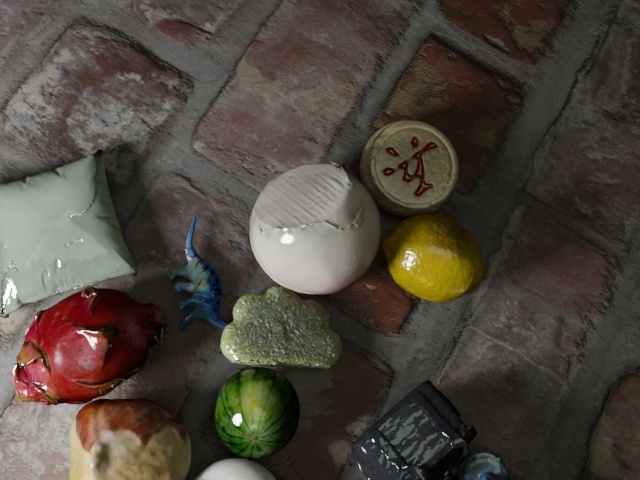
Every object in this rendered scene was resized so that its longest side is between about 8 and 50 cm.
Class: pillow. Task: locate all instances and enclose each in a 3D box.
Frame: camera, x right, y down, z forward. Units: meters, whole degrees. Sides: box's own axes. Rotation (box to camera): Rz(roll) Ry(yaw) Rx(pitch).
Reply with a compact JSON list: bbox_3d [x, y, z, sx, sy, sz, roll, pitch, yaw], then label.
[{"bbox_3d":[-0.591,-0.020,1.523,0.310,0.119,0.312,-19,81,-11],"label":"pillow"}]

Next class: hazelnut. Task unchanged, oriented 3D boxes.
[{"bbox_3d":[-0.404,0.441,1.392,0.261,0.241,0.261,1,76,-4],"label":"hazelnut"}]

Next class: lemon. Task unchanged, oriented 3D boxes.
[{"bbox_3d":[0.269,0.041,1.627,0.260,0.204,0.204,21,74,-5],"label":"lemon"}]

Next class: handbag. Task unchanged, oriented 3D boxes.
[{"bbox_3d":[0.211,0.458,1.525,0.254,0.181,0.181,-35,65,-17],"label":"handbag"}]

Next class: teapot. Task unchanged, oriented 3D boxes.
[{"bbox_3d":[-0.170,0.566,1.440,0.298,0.139,0.204,29,92,-11],"label":"teapot"}]

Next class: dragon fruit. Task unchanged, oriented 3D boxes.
[{"bbox_3d":[-0.481,0.214,1.432,0.315,0.250,0.250,-12,80,-5],"label":"dragon fruit"}]

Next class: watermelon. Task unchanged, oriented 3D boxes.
[{"bbox_3d":[-0.136,0.367,1.495,0.188,0.215,0.188,0,109,0],"label":"watermelon"}]

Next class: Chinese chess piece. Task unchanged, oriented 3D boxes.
[{"bbox_3d":[0.221,-0.178,1.722,0.249,0.103,0.250,2,79,-9],"label":"Chinese chess piece"}]

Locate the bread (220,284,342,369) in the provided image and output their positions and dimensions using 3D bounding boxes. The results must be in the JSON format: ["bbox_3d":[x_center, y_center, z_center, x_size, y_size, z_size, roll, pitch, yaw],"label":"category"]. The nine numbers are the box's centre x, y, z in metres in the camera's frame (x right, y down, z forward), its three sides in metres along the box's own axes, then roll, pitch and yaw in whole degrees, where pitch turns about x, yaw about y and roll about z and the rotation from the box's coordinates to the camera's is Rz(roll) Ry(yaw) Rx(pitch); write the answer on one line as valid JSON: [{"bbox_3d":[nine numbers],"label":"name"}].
[{"bbox_3d":[-0.089,0.194,1.568,0.286,0.056,0.207,4,57,-22],"label":"bread"}]

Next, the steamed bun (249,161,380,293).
[{"bbox_3d":[0.000,0.000,1.566,0.309,0.309,0.309,2,77,-10],"label":"steamed bun"}]

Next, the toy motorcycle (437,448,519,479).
[{"bbox_3d":[0.395,0.630,1.555,0.319,0.241,0.182,41,33,3],"label":"toy motorcycle"}]

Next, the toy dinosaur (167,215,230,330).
[{"bbox_3d":[-0.280,0.117,1.575,0.144,0.076,0.329,-24,85,-22],"label":"toy dinosaur"}]
